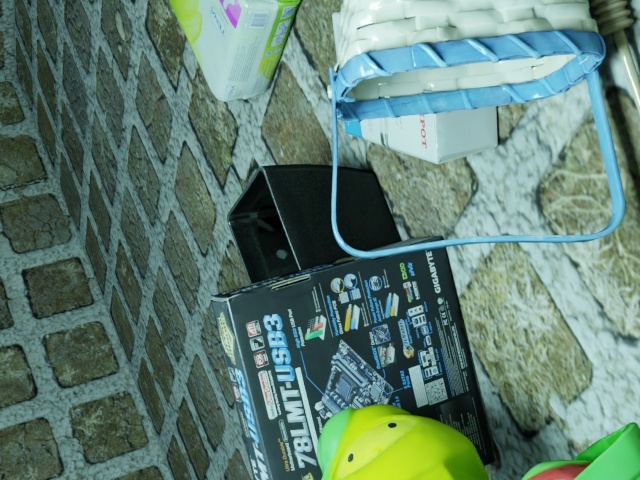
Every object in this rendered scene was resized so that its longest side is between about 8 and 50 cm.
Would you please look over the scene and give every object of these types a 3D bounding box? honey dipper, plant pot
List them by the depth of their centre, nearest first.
[{"bbox_3d":[0.265,-0.138,0.848,0.030,0.031,0.160,-15,93,66],"label":"honey dipper"},{"bbox_3d":[0.000,0.000,1.333,0.187,0.167,0.188,69,156,12],"label":"plant pot"}]

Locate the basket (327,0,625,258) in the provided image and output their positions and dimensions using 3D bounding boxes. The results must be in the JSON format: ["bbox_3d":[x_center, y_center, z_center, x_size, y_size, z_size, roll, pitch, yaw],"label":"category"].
[{"bbox_3d":[0.131,-0.134,0.882,0.201,0.255,0.288,98,169,-81],"label":"basket"}]

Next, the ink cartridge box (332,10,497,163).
[{"bbox_3d":[0.102,-0.181,1.102,0.203,0.086,0.148,29,130,57],"label":"ink cartridge box"}]

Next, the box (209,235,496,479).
[{"bbox_3d":[0.044,0.169,1.183,0.073,0.293,0.295,-6,99,66],"label":"box"}]

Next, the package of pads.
[{"bbox_3d":[-0.150,-0.387,1.507,0.296,0.101,0.229,65,154,22],"label":"package of pads"}]

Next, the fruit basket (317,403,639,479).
[{"bbox_3d":[0.129,0.290,0.950,0.283,0.392,0.392,76,171,-72],"label":"fruit basket"}]
